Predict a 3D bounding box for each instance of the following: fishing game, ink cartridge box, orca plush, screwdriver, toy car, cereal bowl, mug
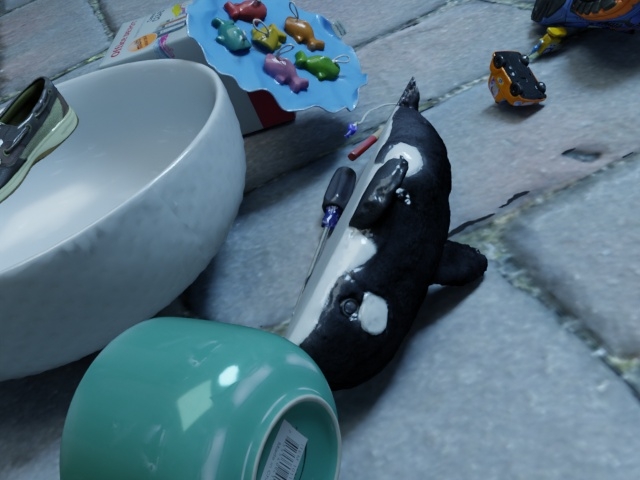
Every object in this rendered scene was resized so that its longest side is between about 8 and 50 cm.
[{"bbox_3d":[-0.032,-0.184,0.747,0.189,0.264,0.041,-42,-11,-51],"label":"fishing game"},{"bbox_3d":[-0.126,-0.186,0.898,0.176,0.127,0.128,-16,34,13],"label":"ink cartridge box"},{"bbox_3d":[0.062,0.004,0.575,0.151,0.102,0.287,-59,4,30],"label":"orca plush"},{"bbox_3d":[0.000,0.000,0.653,0.025,0.024,0.169,-34,25,45],"label":"screwdriver"},{"bbox_3d":[0.194,-0.150,0.747,0.122,0.060,0.040,-28,-16,-39],"label":"toy car"},{"bbox_3d":[-0.210,-0.007,0.676,0.339,0.141,0.339,-17,32,11],"label":"cereal bowl"},{"bbox_3d":[-0.048,0.120,0.419,0.098,0.157,0.129,2,16,34],"label":"mug"}]

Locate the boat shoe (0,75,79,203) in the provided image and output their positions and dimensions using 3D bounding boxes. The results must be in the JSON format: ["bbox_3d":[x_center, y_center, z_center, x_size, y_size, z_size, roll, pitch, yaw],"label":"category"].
[{"bbox_3d":[-0.239,-0.067,0.605,0.056,0.049,0.152,-5,37,26],"label":"boat shoe"}]

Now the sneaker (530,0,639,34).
[{"bbox_3d":[0.264,-0.226,0.767,0.087,0.083,0.221,18,18,-12],"label":"sneaker"}]
